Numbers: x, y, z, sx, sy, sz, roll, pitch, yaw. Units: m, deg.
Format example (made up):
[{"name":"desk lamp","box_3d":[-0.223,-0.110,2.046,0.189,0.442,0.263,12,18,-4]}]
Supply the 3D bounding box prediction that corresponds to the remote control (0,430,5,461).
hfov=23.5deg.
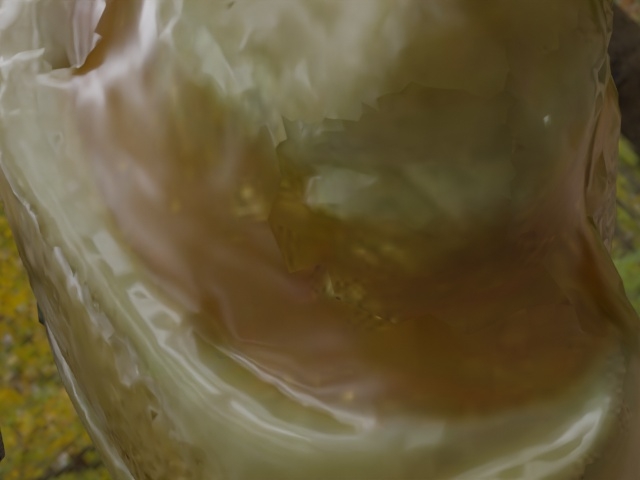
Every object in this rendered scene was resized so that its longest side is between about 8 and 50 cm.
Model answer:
[{"name":"remote control","box_3d":[-0.311,0.159,1.358,0.063,0.025,0.245,-48,-17,-29]}]

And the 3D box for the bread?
[{"name":"bread","box_3d":[0.000,0.000,0.529,0.210,0.300,0.341,-5,-20,5]}]
